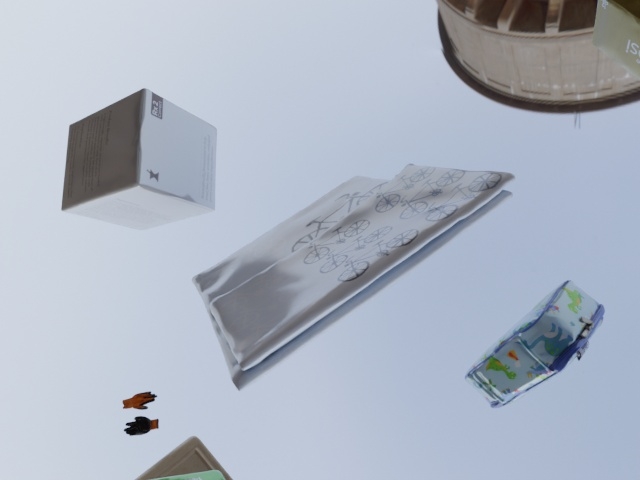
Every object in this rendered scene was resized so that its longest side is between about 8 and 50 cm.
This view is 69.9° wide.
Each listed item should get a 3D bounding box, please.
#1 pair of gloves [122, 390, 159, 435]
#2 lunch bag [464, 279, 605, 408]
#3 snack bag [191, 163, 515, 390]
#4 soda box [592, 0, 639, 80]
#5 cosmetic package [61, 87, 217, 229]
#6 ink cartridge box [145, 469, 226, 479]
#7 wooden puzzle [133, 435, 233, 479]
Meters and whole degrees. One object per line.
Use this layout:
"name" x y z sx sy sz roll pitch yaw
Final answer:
"pair of gloves" -0.370 0.357 0.946 0.074 0.010 0.083 -14 -113 1
"lunch bag" 0.350 0.171 0.753 0.090 0.176 0.219 45 -42 19
"snack bag" 0.000 0.000 0.554 0.323 0.037 0.342 -34 -160 -12
"soda box" 0.291 -0.137 0.340 0.061 0.058 0.181 -31 -124 8
"cosmetic package" -0.283 -0.116 0.728 0.184 0.151 0.151 -10 -106 29
"ink cartridge box" -0.100 0.276 0.256 0.273 0.198 0.115 26 -82 48
"wooden puzzle" -0.243 0.490 0.792 0.239 0.221 0.044 33 -46 29
